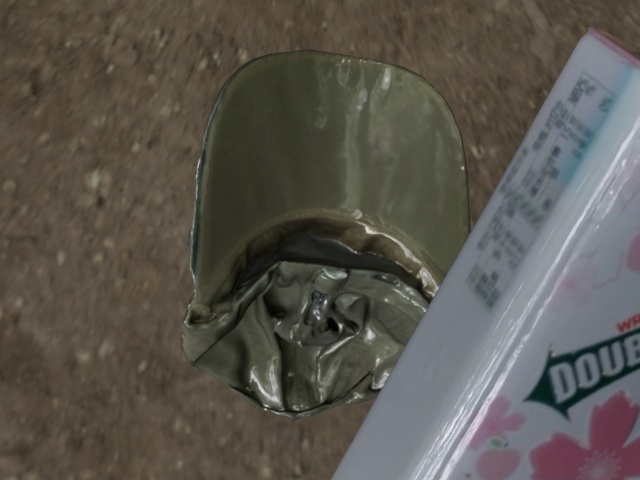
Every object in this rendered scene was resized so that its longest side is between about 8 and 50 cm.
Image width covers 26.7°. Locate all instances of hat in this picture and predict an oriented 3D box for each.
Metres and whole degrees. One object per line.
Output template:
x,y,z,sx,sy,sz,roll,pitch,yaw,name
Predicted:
0.000,0.000,0.983,0.214,0.149,0.245,6,72,-16,hat

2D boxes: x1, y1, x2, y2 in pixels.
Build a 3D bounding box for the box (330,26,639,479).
0.149,0.078,0.798,0.190,0.112,0.370,22,109,-24,box
